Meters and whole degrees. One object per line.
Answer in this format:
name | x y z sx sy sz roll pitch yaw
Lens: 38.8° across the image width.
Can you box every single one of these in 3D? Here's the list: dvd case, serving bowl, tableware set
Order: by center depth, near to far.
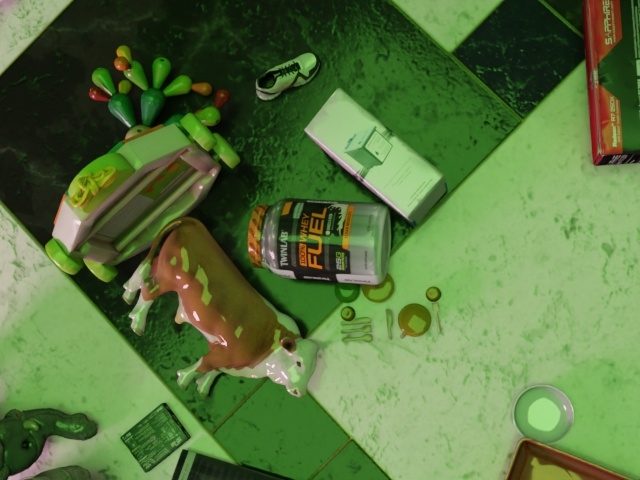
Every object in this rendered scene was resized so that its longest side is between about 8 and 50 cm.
serving bowl | 0.309 0.241 1.263 0.083 0.027 0.083 -1 84 8
dvd case | -0.122 0.407 1.293 0.221 0.018 0.165 14 67 9
tableware set | 0.099 0.093 1.316 0.154 0.024 0.104 -7 80 9

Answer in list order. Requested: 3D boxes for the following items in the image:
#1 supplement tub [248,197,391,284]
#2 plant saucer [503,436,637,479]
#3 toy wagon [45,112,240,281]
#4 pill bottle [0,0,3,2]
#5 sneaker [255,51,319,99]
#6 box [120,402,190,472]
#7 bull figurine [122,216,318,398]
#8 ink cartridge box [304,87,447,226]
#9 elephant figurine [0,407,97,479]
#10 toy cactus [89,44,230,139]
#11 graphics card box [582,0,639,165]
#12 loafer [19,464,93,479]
supplement tub | 0.000 0.000 1.289 0.190 0.117 0.117 3 84 12
plant saucer | 0.348 0.430 1.228 0.258 0.048 0.259 20 88 10
toy wagon | -0.250 -0.064 1.221 0.267 0.344 0.068 -42 78 2
pill bottle | -0.525 -0.441 1.424 0.108 0.108 0.194 27 89 10
sneaker | -0.049 -0.248 1.363 0.109 0.044 0.040 -33 78 2
box | -0.245 0.292 1.348 0.083 0.018 0.067 -40 80 3
bull figurine | -0.146 0.118 1.302 0.188 0.101 0.310 -38 87 5
ink cartridge box | 0.082 -0.114 1.279 0.190 0.139 0.082 40 93 11
elephant figurine | -0.489 0.295 1.327 0.239 0.169 0.186 39 120 -5
toy cactus | -0.257 -0.187 1.368 0.219 0.112 0.181 18 97 2
graphics card box | 0.556 -0.231 1.243 0.370 0.094 0.233 -4 83 9
loafer | -0.460 0.410 1.293 0.319 0.111 0.112 -36 63 20
